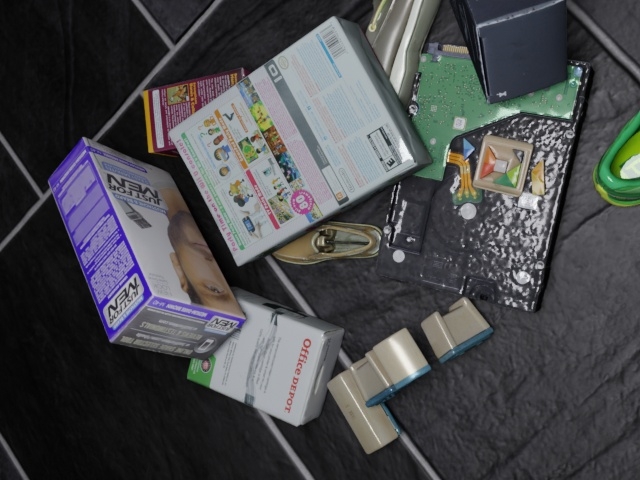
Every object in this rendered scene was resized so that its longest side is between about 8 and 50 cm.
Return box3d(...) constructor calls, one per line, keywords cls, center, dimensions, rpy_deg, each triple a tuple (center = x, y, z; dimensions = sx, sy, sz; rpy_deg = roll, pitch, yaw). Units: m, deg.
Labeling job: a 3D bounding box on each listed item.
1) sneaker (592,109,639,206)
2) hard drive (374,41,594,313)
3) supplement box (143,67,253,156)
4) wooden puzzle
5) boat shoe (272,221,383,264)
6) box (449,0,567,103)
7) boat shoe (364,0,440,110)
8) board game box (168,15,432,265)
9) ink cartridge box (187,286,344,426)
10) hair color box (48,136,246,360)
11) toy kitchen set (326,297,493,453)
box3d(cls="sneaker", center=(0.462, -0.148, 0.991), dimensions=(0.295, 0.123, 0.109), rpy_deg=(-46, 74, 17))
box3d(cls="hard drive", center=(0.223, -0.090, 1.130), dimensions=(0.237, 0.064, 0.339), rpy_deg=(13, 97, 23))
box3d(cls="supplement box", center=(-0.179, -0.200, 1.295), dimensions=(0.188, 0.081, 0.104), rpy_deg=(-7, 88, 24))
box3d(cls="wooden puzzle", center=(0.242, -0.099, 1.080), dimensions=(0.116, 0.014, 0.078), rpy_deg=(9, 94, 24))
box3d(cls="boat shoe", center=(0.000, 0.000, 1.224), dimensions=(0.190, 0.072, 0.068), rpy_deg=(-6, 89, 24))
box3d(cls="box", center=(0.228, -0.305, 1.029), dimensions=(0.108, 0.153, 0.207), rpy_deg=(-17, 60, 8))
box3d(cls="boat shoe", center=(0.112, -0.320, 1.150), dimensions=(0.091, 0.109, 0.305), rpy_deg=(21, 104, 18))
box3d(cls="board game box", center=(-0.033, -0.131, 1.141), dimensions=(0.303, 0.097, 0.224), rpy_deg=(-29, 87, 23))
box3d(cls="ink cartridge box", center=(-0.084, 0.174, 1.256), dimensions=(0.208, 0.087, 0.153), rpy_deg=(19, 98, 23))
box3d(cls="hair color box", center=(-0.265, 0.010, 1.224), dimensions=(0.110, 0.185, 0.339), rpy_deg=(-44, 54, 19))
box3d(cls="toy kitchen set", center=(0.139, 0.196, 1.174), dimensions=(0.122, 0.166, 0.207), rpy_deg=(59, 147, 12))
